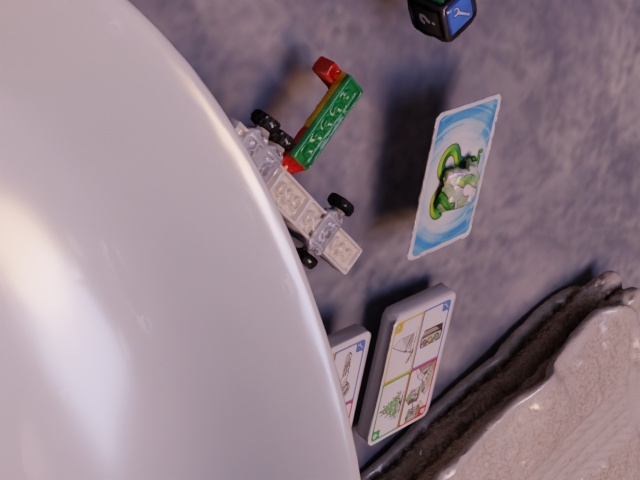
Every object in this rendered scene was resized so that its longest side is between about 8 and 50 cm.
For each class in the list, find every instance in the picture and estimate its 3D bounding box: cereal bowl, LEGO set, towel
[{"bbox_3d":[-0.111,0.091,0.419,0.339,0.141,0.339,-14,90,-69],"label":"cereal bowl"},{"bbox_3d":[0.000,0.000,0.636,0.182,0.060,0.244,-22,132,-44],"label":"LEGO set"},{"bbox_3d":[0.097,0.160,0.802,0.282,0.049,0.187,-40,133,-24],"label":"towel"}]
